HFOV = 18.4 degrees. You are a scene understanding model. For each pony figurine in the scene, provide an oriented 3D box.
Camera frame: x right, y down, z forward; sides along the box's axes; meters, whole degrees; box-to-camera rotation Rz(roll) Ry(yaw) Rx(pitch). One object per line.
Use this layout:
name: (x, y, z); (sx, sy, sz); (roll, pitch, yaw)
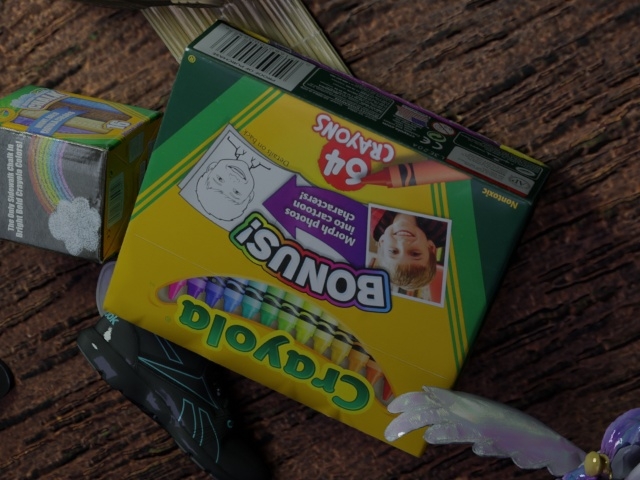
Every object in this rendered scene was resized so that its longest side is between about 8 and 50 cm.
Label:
pony figurine: (0.277, 0.241, 1.841); (0.363, 0.351, 0.302); (-42, 46, 37)

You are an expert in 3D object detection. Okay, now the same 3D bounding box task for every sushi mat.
sushi mat: (-0.054, -0.171, 1.985); (0.151, 0.019, 0.316); (-33, 94, 29)

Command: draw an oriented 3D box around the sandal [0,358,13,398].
sandal: (-0.429, 0.187, 2.274); (0.179, 0.040, 0.067); (-32, 95, 30)

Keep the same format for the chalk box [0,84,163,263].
chalk box: (-0.287, -0.077, 2.062); (0.213, 0.132, 0.132); (14, 115, 20)

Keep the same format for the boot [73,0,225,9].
boot: (-0.180, -0.335, 1.944); (0.248, 0.090, 0.206); (5, 89, 26)

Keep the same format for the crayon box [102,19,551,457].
crayon box: (0.000, 0.000, 1.955); (0.363, 0.106, 0.313); (25, 119, 8)

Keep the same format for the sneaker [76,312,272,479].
sneaker: (-0.135, 0.166, 2.102); (0.106, 0.101, 0.267); (-46, 107, -5)

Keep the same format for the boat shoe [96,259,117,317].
boat shoe: (-0.212, 0.078, 2.139); (0.046, 0.038, 0.125); (-10, 107, 7)
